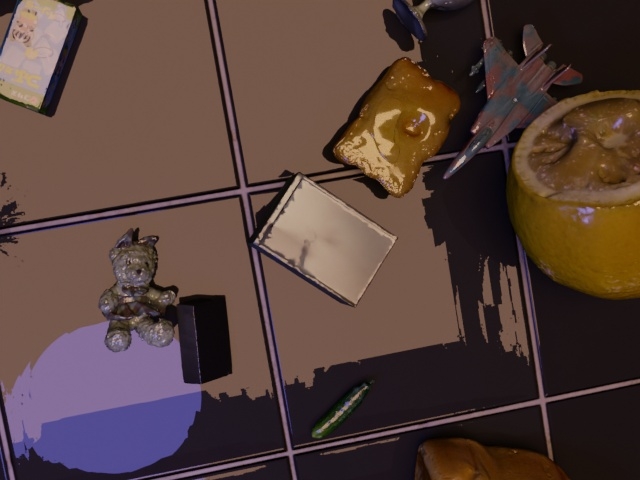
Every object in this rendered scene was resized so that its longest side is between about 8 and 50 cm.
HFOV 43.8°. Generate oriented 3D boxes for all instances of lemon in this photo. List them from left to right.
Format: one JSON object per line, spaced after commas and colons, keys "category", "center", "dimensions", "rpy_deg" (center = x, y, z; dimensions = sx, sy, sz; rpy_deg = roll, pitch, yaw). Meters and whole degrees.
{"category": "lemon", "center": [0.503, -0.054, 1.375], "dimensions": [0.364, 0.364, 0.364], "rpy_deg": [0, 94, -7]}

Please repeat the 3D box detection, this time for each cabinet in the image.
{"category": "cabinet", "center": [0.000, 0.000, 1.401], "dimensions": [0.206, 0.150, 0.145], "rpy_deg": [33, 84, -8]}

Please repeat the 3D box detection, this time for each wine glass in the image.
{"category": "wine glass", "center": [0.239, -0.462, 1.425], "dimensions": [0.222, 0.103, 0.103], "rpy_deg": [-40, 97, -3]}

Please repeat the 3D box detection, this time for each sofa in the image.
{"category": "sofa", "center": [-0.213, 0.180, 1.437], "dimensions": [0.085, 0.060, 0.147], "rpy_deg": [-12, 98, -50]}

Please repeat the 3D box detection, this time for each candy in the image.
{"category": "candy", "center": [-0.491, -0.325, 1.366], "dimensions": [0.097, 0.062, 0.194], "rpy_deg": [21, 91, -9]}

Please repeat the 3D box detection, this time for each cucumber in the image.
{"category": "cucumber", "center": [0.044, 0.314, 1.484], "dimensions": [0.155, 0.037, 0.037], "rpy_deg": [-44, 97, -1]}

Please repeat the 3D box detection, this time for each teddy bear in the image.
{"category": "teddy bear", "center": [-0.326, 0.097, 1.403], "dimensions": [0.133, 0.111, 0.213], "rpy_deg": [3, 68, -28]}

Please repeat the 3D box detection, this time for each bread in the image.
{"category": "bread", "center": [0.140, -0.204, 1.441], "dimensions": [0.161, 0.088, 0.233], "rpy_deg": [37, 86, -13]}
{"category": "bread", "center": [0.320, 0.459, 1.466], "dimensions": [0.294, 0.167, 0.132], "rpy_deg": [16, 115, -9]}

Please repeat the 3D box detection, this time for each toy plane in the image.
{"category": "toy plane", "center": [0.328, -0.232, 1.451], "dimensions": [0.223, 0.104, 0.326], "rpy_deg": [43, 90, -7]}
